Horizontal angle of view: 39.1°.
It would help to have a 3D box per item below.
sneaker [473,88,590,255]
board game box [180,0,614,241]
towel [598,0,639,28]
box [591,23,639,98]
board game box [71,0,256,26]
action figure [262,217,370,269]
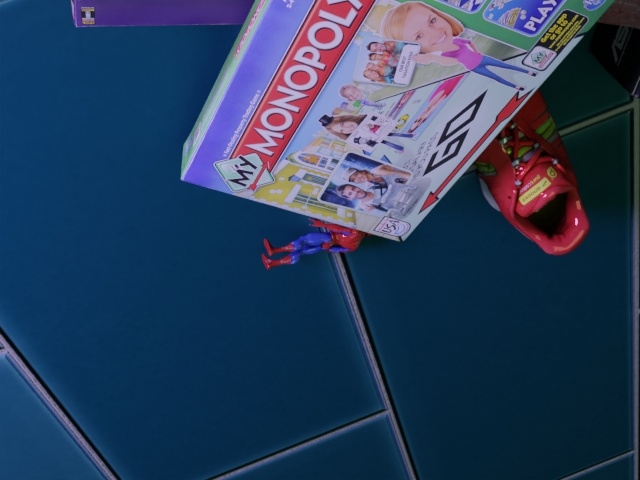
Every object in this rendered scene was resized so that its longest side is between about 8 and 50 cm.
[{"bbox_3d":[0.180,-0.085,0.813,0.107,0.118,0.279,-36,133,11],"label":"sneaker"},{"bbox_3d":[0.045,-0.128,0.682,0.214,0.046,0.317,15,140,-20],"label":"board game box"},{"bbox_3d":[0.171,-0.267,0.587,0.037,0.237,0.329,-54,137,-21],"label":"towel"},{"bbox_3d":[0.436,-0.305,0.735,0.318,0.097,0.394,-3,130,-15],"label":"box"},{"bbox_3d":[-0.092,-0.225,0.637,0.170,0.048,0.141,-6,130,-16],"label":"board game box"},{"bbox_3d":[0.000,0.000,0.883,0.115,0.030,0.038,-10,138,-19],"label":"action figure"}]
